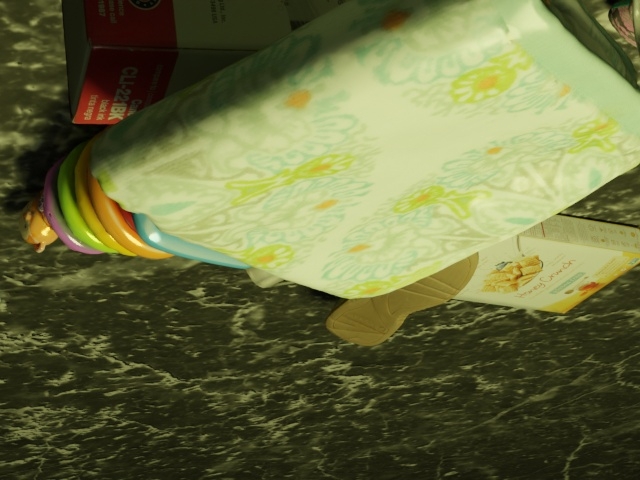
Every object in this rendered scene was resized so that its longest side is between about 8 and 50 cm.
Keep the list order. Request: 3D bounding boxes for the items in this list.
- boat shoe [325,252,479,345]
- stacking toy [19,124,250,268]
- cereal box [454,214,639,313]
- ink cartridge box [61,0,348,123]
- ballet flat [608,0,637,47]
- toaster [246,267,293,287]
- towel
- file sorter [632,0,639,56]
[{"bbox_3d":[0.094,0.035,1.780,0.103,0.092,0.285,22,148,-15],"label":"boat shoe"},{"bbox_3d":[-0.205,-0.045,1.491,0.302,0.175,0.166,-13,160,42],"label":"stacking toy"},{"bbox_3d":[0.253,0.026,1.856,0.240,0.047,0.173,7,150,-29],"label":"cereal box"},{"bbox_3d":[-0.052,-0.194,1.139,0.273,0.197,0.114,0,154,-16],"label":"ink cartridge box"},{"bbox_3d":[0.359,-0.184,1.440,0.221,0.076,0.079,22,175,-33],"label":"ballet flat"},{"bbox_3d":[0.010,-0.034,1.541,0.168,0.110,0.186,-24,172,23],"label":"toaster"},{"bbox_3d":[0.065,-0.069,1.096,0.321,0.090,0.374,-27,157,19],"label":"towel"},{"bbox_3d":[0.400,-0.193,1.205,0.278,0.173,0.193,-7,141,4],"label":"file sorter"}]
